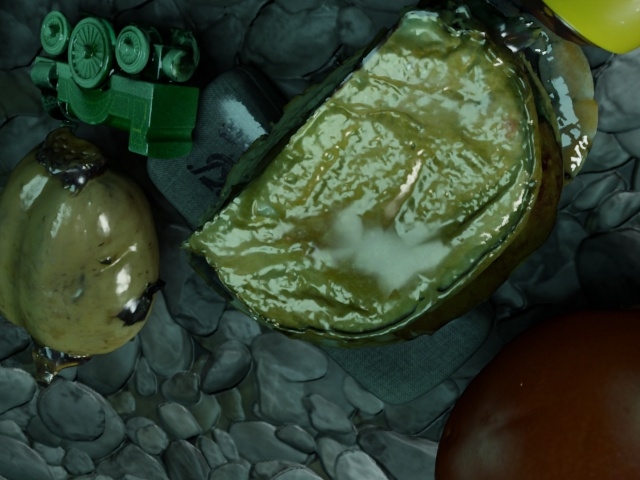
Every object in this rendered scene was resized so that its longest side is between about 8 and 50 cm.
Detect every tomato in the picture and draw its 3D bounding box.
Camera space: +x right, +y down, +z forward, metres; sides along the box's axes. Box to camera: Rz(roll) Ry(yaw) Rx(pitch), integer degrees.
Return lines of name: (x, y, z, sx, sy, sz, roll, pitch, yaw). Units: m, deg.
tomato: (0.242, 0.207, 0.794, 0.321, 0.321, 0.322, 7, 116, 14)

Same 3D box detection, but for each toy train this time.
toy train: (-0.170, -0.133, 0.870, 0.178, 0.071, 0.105, 18, 106, 40)

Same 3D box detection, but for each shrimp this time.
shrimp: (0.120, -0.120, 0.835, 0.217, 0.051, 0.150, 25, 116, -4)

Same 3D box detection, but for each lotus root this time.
lotus root: (-0.213, 0.011, 0.932, 0.154, 0.140, 0.257, 28, 135, 12)

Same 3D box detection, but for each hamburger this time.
hamburger: (0.060, -0.033, 0.776, 0.211, 0.132, 0.309, 44, 107, -9)

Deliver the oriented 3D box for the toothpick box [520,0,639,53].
toothpick box: (0.238, -0.249, 0.666, 0.175, 0.175, 0.271, 43, 122, -5)

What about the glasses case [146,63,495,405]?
glasses case: (0.000, 0.000, 0.908, 0.323, 0.074, 0.131, 44, 117, -6)
